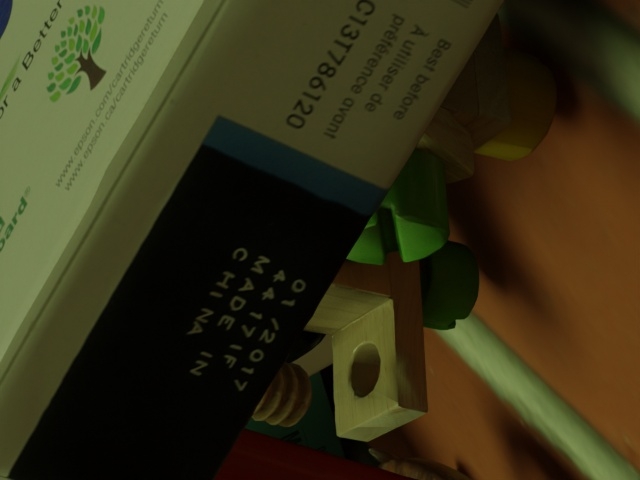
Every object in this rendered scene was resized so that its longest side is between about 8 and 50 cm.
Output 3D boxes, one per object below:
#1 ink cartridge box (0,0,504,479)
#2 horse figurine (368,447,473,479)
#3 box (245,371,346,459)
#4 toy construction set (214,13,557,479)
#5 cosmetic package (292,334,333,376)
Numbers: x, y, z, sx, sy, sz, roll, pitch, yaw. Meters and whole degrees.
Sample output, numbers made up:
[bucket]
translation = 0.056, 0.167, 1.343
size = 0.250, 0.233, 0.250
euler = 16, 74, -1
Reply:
[ink cartridge box]
translation = -0.076, -0.090, 0.456
size = 0.065, 0.165, 0.332
euler = 21, -163, -36
[horse figurine]
translation = 0.120, 0.174, 0.683
size = 0.174, 0.066, 0.263
euler = 62, 167, -22
[box]
translation = -0.035, 0.095, 1.025
size = 0.100, 0.060, 0.244
euler = 49, 160, 51
[toy construction set]
translation = 0.000, 0.000, 0.570
size = 0.237, 0.257, 0.309
euler = 22, -150, -35
[cosmetic package]
translation = -0.194, 0.028, 0.835
size = 0.217, 0.385, 0.156
euler = 49, 158, 46
